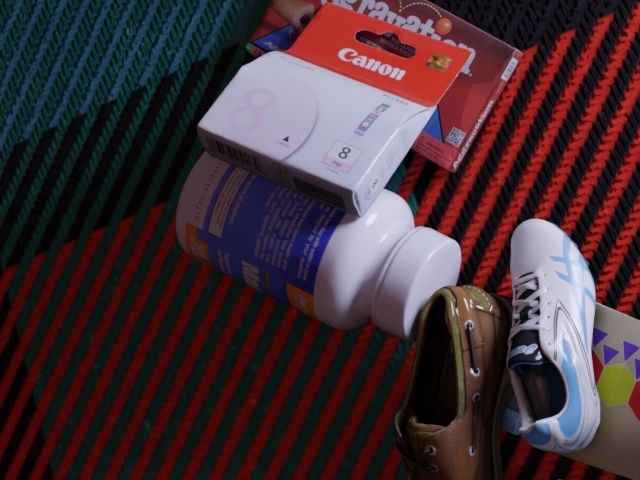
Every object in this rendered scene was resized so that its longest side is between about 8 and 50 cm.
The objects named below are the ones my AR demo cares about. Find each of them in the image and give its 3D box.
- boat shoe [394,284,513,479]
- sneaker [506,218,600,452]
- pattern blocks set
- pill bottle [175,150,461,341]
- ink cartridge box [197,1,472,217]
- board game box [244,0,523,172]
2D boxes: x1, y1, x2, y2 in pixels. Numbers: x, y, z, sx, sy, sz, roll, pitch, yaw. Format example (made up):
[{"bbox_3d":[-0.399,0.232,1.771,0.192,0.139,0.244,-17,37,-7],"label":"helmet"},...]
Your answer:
[{"bbox_3d":[0.117,0.195,1.577,0.111,0.104,0.307,1,81,46],"label":"boat shoe"},{"bbox_3d":[0.214,0.085,1.530,0.085,0.086,0.237,-25,60,39],"label":"sneaker"},{"bbox_3d":[0.302,0.151,1.503,0.325,0.026,0.285,36,103,44],"label":"pattern blocks set"},{"bbox_3d":[0.000,0.000,1.641,0.272,0.152,0.152,26,95,25],"label":"pill bottle"},{"bbox_3d":[0.016,-0.151,1.616,0.189,0.066,0.232,23,67,24],"label":"ink cartridge box"},{"bbox_3d":[0.063,-0.201,1.706,0.281,0.027,0.145,32,96,24],"label":"board game box"}]
